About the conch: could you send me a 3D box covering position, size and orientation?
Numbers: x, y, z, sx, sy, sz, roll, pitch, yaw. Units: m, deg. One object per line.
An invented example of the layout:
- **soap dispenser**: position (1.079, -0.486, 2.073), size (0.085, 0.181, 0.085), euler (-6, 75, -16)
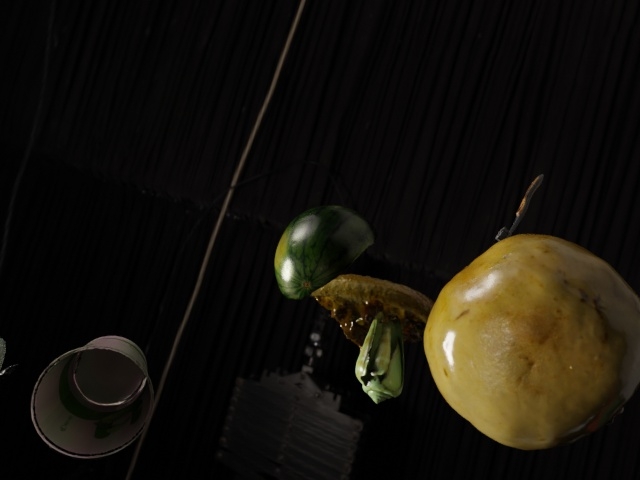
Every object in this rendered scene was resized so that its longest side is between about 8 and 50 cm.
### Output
- **conch**: position (0.104, 0.195, 0.960), size (0.079, 0.170, 0.106), euler (-6, 146, 25)

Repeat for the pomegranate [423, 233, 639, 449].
- **pomegranate**: position (0.327, 0.155, 0.839), size (0.332, 0.333, 0.332), euler (17, 177, 1)

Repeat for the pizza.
- **pizza**: position (0.140, 0.158, 1.292), size (0.257, 0.087, 0.268), euler (-24, 118, 29)

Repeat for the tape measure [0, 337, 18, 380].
- **tape measure**: position (-0.785, 0.285, 1.264), size (0.097, 0.351, 0.215), euler (32, -149, -37)

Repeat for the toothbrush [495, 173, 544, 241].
- **toothbrush**: position (0.524, -0.086, 1.428), size (0.031, 0.321, 0.023), euler (49, 143, -5)

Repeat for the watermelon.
- **watermelon**: position (-0.002, 0.003, 1.042), size (0.204, 0.232, 0.127), euler (-22, 109, 45)

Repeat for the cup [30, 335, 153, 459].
- **cup**: position (-0.526, 0.347, 1.324), size (0.253, 0.253, 0.274), euler (18, 179, -14)
